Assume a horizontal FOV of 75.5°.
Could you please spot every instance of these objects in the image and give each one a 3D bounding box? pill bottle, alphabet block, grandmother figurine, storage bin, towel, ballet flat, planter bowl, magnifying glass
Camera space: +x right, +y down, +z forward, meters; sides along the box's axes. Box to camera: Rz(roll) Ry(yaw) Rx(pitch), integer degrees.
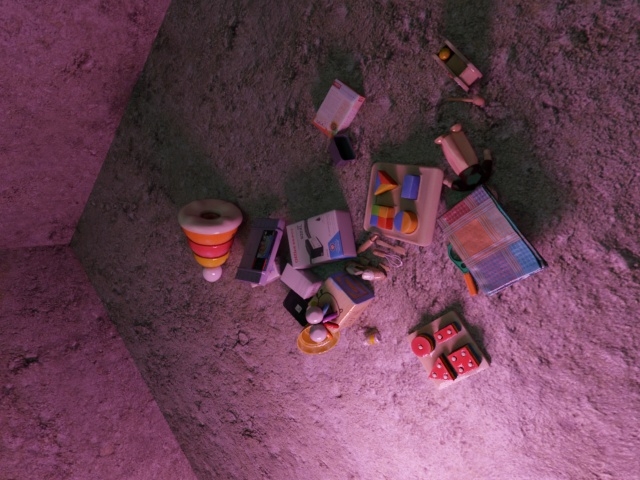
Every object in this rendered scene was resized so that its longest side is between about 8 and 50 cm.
[{"bbox_3d":[0.239,0.464,1.928,0.083,0.043,0.043,-29,78,33],"label":"pill bottle"},{"bbox_3d":[0.098,0.278,1.920,0.192,0.193,0.197,46,117,24],"label":"alphabet block"},{"bbox_3d":[0.572,-0.273,1.606,0.208,0.104,0.343,-40,69,39],"label":"grandmother figurine"},{"bbox_3d":[-0.092,0.337,2.120,0.180,0.084,0.122,43,116,25],"label":"storage bin"},{"bbox_3d":[0.624,0.007,1.555,0.370,0.040,0.271,58,139,12],"label":"towel"},{"bbox_3d":[0.192,0.149,1.898,0.206,0.067,0.073,13,117,34],"label":"ballet flat"},{"bbox_3d":[-0.018,0.458,2.048,0.217,0.217,0.090,-58,28,23],"label":"planter bowl"},{"bbox_3d":[0.098,-0.416,1.928,0.091,0.098,0.135,-35,73,60],"label":"storage bin"},{"bbox_3d":[0.585,0.109,1.675,0.092,0.026,0.231,-22,80,33],"label":"magnifying glass"}]

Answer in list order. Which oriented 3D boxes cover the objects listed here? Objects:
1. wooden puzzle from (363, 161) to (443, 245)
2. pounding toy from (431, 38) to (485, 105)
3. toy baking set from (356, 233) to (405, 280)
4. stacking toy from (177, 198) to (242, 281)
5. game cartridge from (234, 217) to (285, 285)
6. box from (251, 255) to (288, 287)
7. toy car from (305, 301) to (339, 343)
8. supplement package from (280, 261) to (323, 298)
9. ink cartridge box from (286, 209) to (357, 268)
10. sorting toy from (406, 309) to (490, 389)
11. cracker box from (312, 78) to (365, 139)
[{"bbox_3d":[0.329,-0.164,1.757,0.347,0.080,0.322,17,103,44],"label":"wooden puzzle"},{"bbox_3d":[0.514,-0.621,1.578,0.155,0.154,0.270,-44,70,29],"label":"pounding toy"},{"bbox_3d":[0.270,0.069,1.873,0.197,0.030,0.256,49,129,13],"label":"toy baking set"},{"bbox_3d":[-0.627,0.030,2.383,0.350,0.350,0.480,29,128,29],"label":"stacking toy"},{"bbox_3d":[-0.319,0.052,2.165,0.230,0.068,0.355,2,71,48],"label":"game cartridge"},{"bbox_3d":[-0.278,0.166,2.213,0.203,0.114,0.103,-26,79,31],"label":"box"},{"bbox_3d":[0.012,0.350,1.798,0.136,0.159,0.182,-12,87,0],"label":"toy car"},{"bbox_3d":[-0.096,0.196,2.097,0.179,0.105,0.105,37,114,26],"label":"supplement package"},{"bbox_3d":[0.000,0.000,1.986,0.307,0.129,0.223,-16,79,36],"label":"ink cartridge box"},{"bbox_3d":[0.512,0.465,1.714,0.255,0.089,0.257,-40,72,30],"label":"sorting toy"},{"bbox_3d":[0.082,-0.607,1.928,0.156,0.067,0.232,45,118,22],"label":"cracker box"}]
